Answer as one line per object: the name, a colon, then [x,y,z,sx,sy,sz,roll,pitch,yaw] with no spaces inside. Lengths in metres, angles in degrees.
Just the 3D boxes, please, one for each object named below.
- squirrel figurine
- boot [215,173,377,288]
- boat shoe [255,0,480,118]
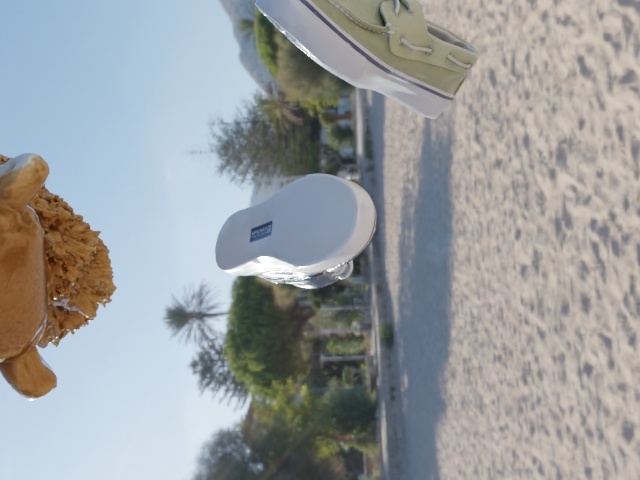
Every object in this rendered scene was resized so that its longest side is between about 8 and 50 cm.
squirrel figurine: [-0.344,-0.004,0.584,0.397,0.370,0.281,-14,-72,-64]
boot: [0.000,0.000,0.512,0.190,0.086,0.069,-7,70,56]
boat shoe: [0.059,-0.209,0.686,0.302,0.094,0.109,6,-143,-53]
